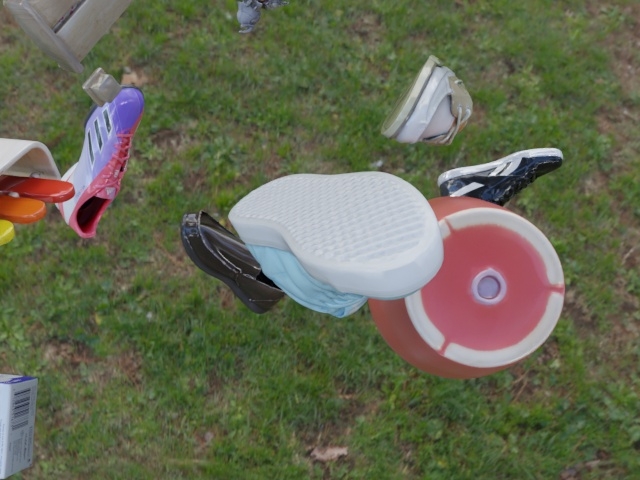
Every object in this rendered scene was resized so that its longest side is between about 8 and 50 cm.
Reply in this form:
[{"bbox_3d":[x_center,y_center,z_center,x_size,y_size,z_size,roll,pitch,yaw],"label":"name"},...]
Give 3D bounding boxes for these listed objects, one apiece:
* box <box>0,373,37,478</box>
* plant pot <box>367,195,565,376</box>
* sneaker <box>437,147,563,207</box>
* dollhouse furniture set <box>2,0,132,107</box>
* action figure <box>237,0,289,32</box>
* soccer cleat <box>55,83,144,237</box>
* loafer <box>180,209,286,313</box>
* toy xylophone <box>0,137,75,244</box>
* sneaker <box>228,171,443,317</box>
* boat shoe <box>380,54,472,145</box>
[{"bbox_3d":[-0.463,0.243,1.036,0.137,0.072,0.126,4,89,10],"label":"box"},{"bbox_3d":[0.200,0.063,1.037,0.275,0.243,0.274,0,86,1],"label":"plant pot"},{"bbox_3d":[0.320,-0.077,1.333,0.217,0.079,0.121,-14,71,14],"label":"sneaker"},{"bbox_3d":[-0.395,-0.448,1.213,0.174,0.355,0.303,16,63,38],"label":"dollhouse furniture set"},{"bbox_3d":[-0.051,-0.479,1.371,0.099,0.185,0.285,40,94,-23],"label":"action figure"},{"bbox_3d":[-0.403,-0.146,1.452,0.109,0.318,0.116,2,42,-47],"label":"soccer cleat"},{"bbox_3d":[-0.122,0.023,1.158,0.078,0.220,0.080,-25,41,24],"label":"loafer"},{"bbox_3d":[-0.456,-0.040,0.894,0.236,0.081,0.322,11,36,18],"label":"toy xylophone"},{"bbox_3d":[0.031,0.018,0.822,0.135,0.366,0.150,-39,113,-13],"label":"sneaker"},{"bbox_3d":[0.169,-0.196,1.119,0.103,0.113,0.302,37,29,-2],"label":"boat shoe"}]
